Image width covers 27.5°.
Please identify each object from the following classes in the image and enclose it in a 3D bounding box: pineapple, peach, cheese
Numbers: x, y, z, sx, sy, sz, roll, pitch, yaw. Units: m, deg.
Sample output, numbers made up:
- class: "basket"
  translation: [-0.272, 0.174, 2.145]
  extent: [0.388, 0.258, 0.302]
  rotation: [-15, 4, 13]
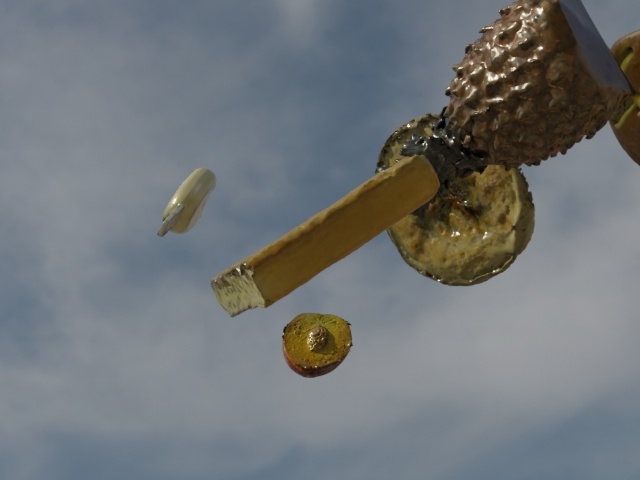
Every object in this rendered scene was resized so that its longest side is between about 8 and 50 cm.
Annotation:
- class: "pineapple"
  translation: [0.219, -0.159, 1.675]
  extent: [0.202, 0.202, 0.362]
  rotation: [23, -49, -40]
- class: "peach"
  translation: [-0.004, 0.144, 1.721]
  extent: [0.098, 0.098, 0.061]
  rotation: [-4, -34, -4]
- class: "cheese"
  translation: [-0.248, -0.052, 2.311]
  extent: [0.054, 0.251, 0.127]
  rotation: [28, -72, 0]

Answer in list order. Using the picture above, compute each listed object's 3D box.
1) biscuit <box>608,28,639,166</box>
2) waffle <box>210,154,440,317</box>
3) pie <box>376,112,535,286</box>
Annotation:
- class: "biscuit"
  translation: [0.588, -0.165, 1.892]
  extent: [0.394, 0.070, 0.350]
  rotation: [-1, -55, 52]
- class: "waffle"
  translation: [0.000, 0.000, 1.386]
  extent: [0.221, 0.055, 0.248]
  rotation: [-32, 0, -14]
- class: "pie"
  translation: [0.194, -0.061, 1.938]
  extent: [0.274, 0.274, 0.055]
  rotation: [-37, -6, 40]
